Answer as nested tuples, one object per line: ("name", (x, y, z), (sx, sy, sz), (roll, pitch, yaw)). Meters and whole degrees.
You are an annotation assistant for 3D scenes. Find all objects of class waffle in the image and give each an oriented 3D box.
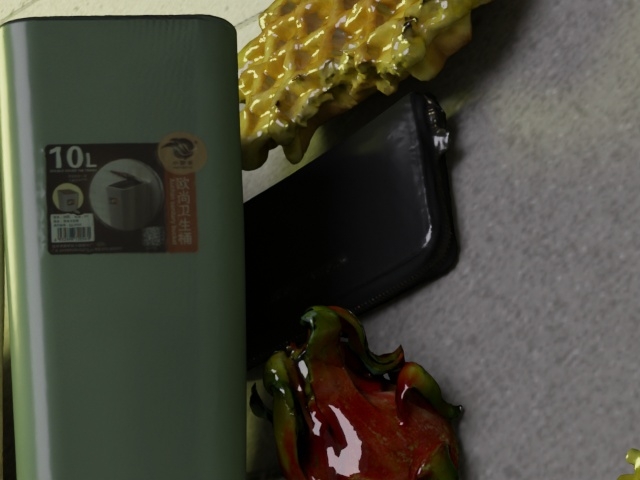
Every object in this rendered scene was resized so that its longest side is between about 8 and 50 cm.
("waffle", (0.038, -0.183, 1.083), (0.301, 0.058, 0.282), (-41, 29, 22))

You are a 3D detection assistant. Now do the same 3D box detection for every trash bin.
("trash bin", (-0.125, 0.050, 0.941), (0.223, 0.158, 0.343), (111, 154, -68))

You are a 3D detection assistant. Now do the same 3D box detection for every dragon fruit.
("dragon fruit", (0.016, 0.124, 0.883), (0.138, 0.175, 0.142), (-28, 15, 20))

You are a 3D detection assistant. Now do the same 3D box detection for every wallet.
("wallet", (0.000, 0.000, 1.032), (0.250, 0.044, 0.149), (-28, 50, 33))

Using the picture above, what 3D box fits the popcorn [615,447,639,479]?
("popcorn", (0.271, 0.003, 0.528), (0.335, 0.274, 0.279), (-1, 105, 22))

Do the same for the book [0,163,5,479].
("book", (-0.312, 0.052, 1.191), (0.262, 0.028, 0.374), (41, 132, 54))
